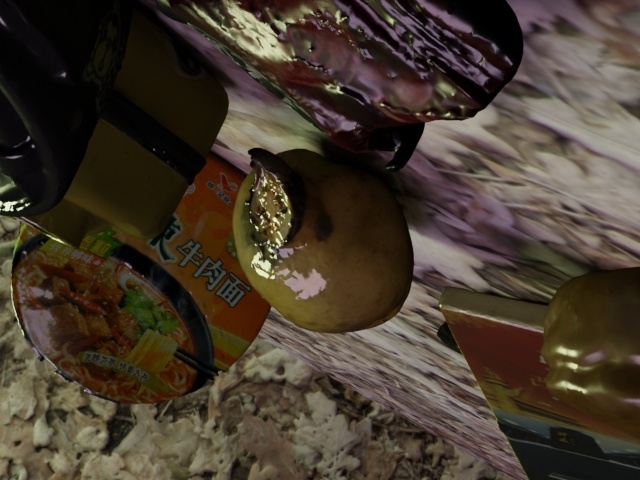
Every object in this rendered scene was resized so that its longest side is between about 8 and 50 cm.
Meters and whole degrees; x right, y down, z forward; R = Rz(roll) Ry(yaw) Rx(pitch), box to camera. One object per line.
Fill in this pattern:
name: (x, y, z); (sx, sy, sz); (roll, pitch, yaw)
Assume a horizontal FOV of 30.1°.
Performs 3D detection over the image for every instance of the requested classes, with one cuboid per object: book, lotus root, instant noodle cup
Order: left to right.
instant noodle cup: (-0.174, 0.010, 1.080); (0.230, 0.230, 0.182); (32, 179, -25)
lotus root: (0.000, 0.000, 0.815); (0.125, 0.118, 0.221); (6, 167, 18)
book: (0.251, 0.149, 0.869); (0.263, 0.028, 0.374); (11, 155, 27)

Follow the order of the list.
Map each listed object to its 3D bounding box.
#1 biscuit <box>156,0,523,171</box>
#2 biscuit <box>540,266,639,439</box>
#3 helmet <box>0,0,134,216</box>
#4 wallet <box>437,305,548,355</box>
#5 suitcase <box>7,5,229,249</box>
biscuit: (-0.004, -0.091, 0.503); (0.151, 0.063, 0.235); (40, 174, -4)
biscuit: (0.262, 0.056, 0.254); (0.368, 0.076, 0.394); (12, 168, -5)
helmet: (-0.171, -0.130, 0.460); (0.231, 0.160, 0.279); (28, 156, -8)
wallet: (0.305, 0.168, 1.004); (0.406, 0.062, 0.228); (32, 169, -25)
suitcase: (-0.195, -0.095, 0.747); (0.194, 0.143, 0.235); (18, 167, 43)
